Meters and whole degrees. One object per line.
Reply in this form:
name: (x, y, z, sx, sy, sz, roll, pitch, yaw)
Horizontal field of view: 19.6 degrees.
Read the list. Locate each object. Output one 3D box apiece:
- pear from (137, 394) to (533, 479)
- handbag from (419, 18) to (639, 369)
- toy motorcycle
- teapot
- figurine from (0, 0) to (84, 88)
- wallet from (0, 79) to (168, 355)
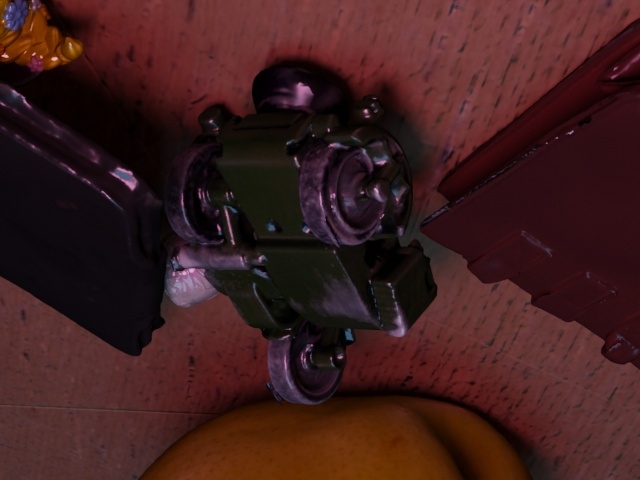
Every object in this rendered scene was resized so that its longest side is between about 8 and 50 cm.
pear: (-0.009, 0.310, 1.599, 0.418, 0.362, 0.362, -40, 121, 21)
handbag: (0.240, -0.013, 1.276, 0.260, 0.084, 0.275, 29, 146, -16)
toy motorcycle: (0.000, 0.000, 1.340, 0.205, 0.127, 0.275, 0, 134, 38)
teapot: (-0.092, 0.010, 1.470, 0.064, 0.064, 0.083, -8, 108, 20)
figurine: (-0.226, -0.164, 1.236, 0.115, 0.095, 0.156, 10, 151, 28)
wallet: (-0.201, -0.015, 1.377, 0.197, 0.051, 0.377, 30, 162, 6)
